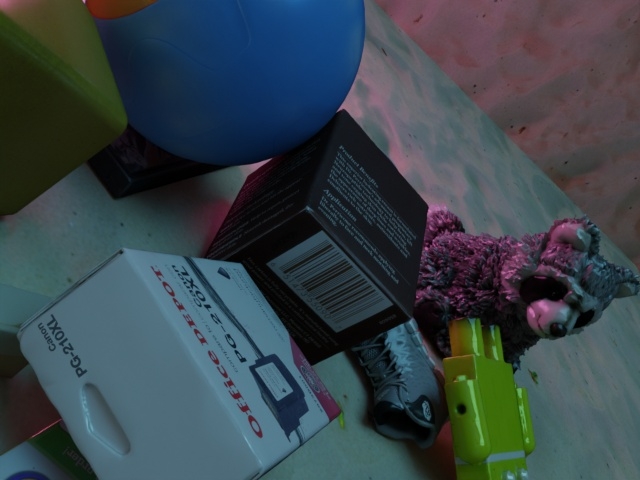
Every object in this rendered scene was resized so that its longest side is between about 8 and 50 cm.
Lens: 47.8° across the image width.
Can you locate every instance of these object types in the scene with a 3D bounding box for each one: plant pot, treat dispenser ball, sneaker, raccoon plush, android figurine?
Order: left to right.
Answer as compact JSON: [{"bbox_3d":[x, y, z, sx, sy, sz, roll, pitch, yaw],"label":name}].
[{"bbox_3d":[-0.277,-0.137,0.556,0.187,0.212,0.212,31,30,-59],"label":"plant pot"},{"bbox_3d":[-0.097,-0.223,0.756,0.288,0.288,0.288,38,29,-25],"label":"treat dispenser ball"},{"bbox_3d":[0.079,0.151,0.871,0.229,0.086,0.132,51,28,-1],"label":"sneaker"},{"bbox_3d":[0.218,0.238,0.921,0.248,0.056,0.273,26,54,-56],"label":"android figurine"},{"bbox_3d":[0.291,0.003,1.155,0.216,0.299,0.446,30,33,-36],"label":"raccoon plush"}]

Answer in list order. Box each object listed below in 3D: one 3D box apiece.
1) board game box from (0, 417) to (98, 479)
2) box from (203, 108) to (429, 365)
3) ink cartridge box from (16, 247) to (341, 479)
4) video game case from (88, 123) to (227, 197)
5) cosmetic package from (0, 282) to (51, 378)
[{"bbox_3d":[-0.174,0.191,0.471,0.124,0.039,0.259,53,28,4],"label":"board game box"},{"bbox_3d":[0.000,0.000,0.803,0.168,0.167,0.203,46,34,-20],"label":"box"},{"bbox_3d":[-0.090,0.107,0.559,0.172,0.100,0.237,54,8,11],"label":"ink cartridge box"},{"bbox_3d":[-0.225,-0.179,0.866,0.248,0.035,0.275,53,26,3],"label":"video game case"},{"bbox_3d":[-0.250,0.054,0.494,0.115,0.060,0.041,24,38,-41],"label":"cosmetic package"}]
